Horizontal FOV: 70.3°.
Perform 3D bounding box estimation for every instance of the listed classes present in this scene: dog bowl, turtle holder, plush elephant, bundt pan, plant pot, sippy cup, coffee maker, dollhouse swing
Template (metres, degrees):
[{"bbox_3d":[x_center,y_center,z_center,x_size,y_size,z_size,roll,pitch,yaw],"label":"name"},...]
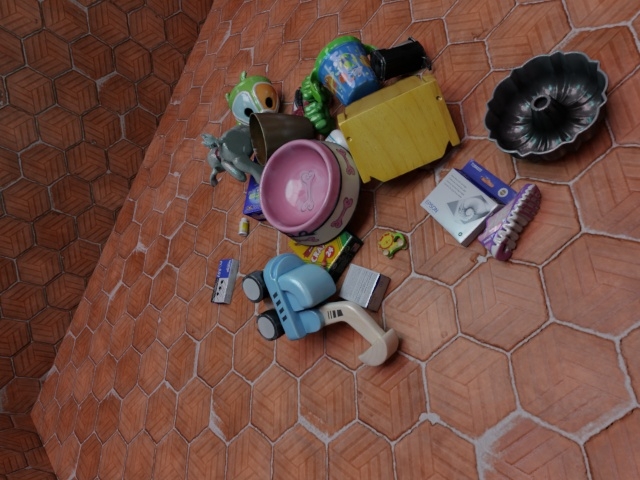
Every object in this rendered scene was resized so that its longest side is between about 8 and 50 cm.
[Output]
[{"bbox_3d":[-0.059,-0.189,1.683,0.407,0.150,0.409,-6,80,34],"label":"dog bowl"},{"bbox_3d":[-0.349,-0.661,2.288,0.320,0.243,0.228,-35,68,15],"label":"turtle holder"},{"bbox_3d":[-0.399,-0.375,2.035,0.255,0.329,0.272,-23,61,61],"label":"plush elephant"},{"bbox_3d":[0.651,-0.365,1.306,0.330,0.124,0.331,-20,58,35],"label":"bundt pan"},{"bbox_3d":[-0.154,-0.439,1.885,0.215,0.230,0.216,164,90,-70],"label":"plant pot"},{"bbox_3d":[0.125,-0.669,1.863,0.305,0.240,0.224,-41,66,27],"label":"sippy cup"},{"bbox_3d":[0.300,-0.687,1.729,0.178,0.120,0.171,-23,35,-12],"label":"coffee maker"},{"bbox_3d":[0.269,-0.411,1.648,0.346,0.305,0.316,-23,98,12],"label":"dollhouse swing"}]

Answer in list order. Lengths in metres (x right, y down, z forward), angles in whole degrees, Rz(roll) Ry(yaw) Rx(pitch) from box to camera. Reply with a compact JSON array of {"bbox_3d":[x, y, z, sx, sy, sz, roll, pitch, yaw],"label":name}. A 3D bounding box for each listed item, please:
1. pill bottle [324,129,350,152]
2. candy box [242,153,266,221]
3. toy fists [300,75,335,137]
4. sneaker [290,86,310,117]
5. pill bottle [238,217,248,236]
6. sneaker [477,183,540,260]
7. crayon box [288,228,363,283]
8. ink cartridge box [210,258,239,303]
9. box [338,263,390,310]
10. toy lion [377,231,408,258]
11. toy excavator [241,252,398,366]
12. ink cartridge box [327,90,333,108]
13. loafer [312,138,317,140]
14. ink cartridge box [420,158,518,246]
[{"bbox_3d":[0.061,-0.340,1.823,0.264,0.146,0.146,-49,46,14],"label":"pill bottle"},{"bbox_3d":[-0.199,-0.265,2.048,0.268,0.122,0.318,-7,68,42],"label":"candy box"},{"bbox_3d":[-0.012,-0.591,1.978,0.096,0.142,0.280,-20,70,35],"label":"toy fists"},{"bbox_3d":[-0.084,-0.559,2.089,0.112,0.120,0.300,120,162,-62],"label":"sneaker"},{"bbox_3d":[-0.366,-0.064,2.165,0.043,0.043,0.084,-16,61,37],"label":"pill bottle"},{"bbox_3d":[0.534,-0.064,1.303,0.237,0.095,0.104,-60,37,5],"label":"sneaker"},{"bbox_3d":[0.000,0.000,1.771,0.202,0.081,0.318,-56,44,8],"label":"crayon box"},{"bbox_3d":[-0.446,0.191,2.120,0.097,0.046,0.207,-6,67,40],"label":"ink cartridge box"},{"bbox_3d":[0.150,0.161,1.563,0.137,0.072,0.126,18,84,46],"label":"box"},{"bbox_3d":[0.246,0.008,1.578,0.100,0.034,0.096,-35,43,26],"label":"toy lion"},{"bbox_3d":[-0.002,0.227,1.522,0.445,0.222,0.434,-22,90,42],"label":"toy excavator"},{"bbox_3d":[0.018,-0.628,2.079,0.062,0.029,0.115,3,73,43],"label":"ink cartridge box"},{"bbox_3d":[-0.106,-0.312,1.883,0.267,0.096,0.084,-34,81,11],"label":"loafer"},{"bbox_3d":[0.459,-0.129,1.430,0.224,0.045,0.223,-49,46,14],"label":"ink cartridge box"}]
